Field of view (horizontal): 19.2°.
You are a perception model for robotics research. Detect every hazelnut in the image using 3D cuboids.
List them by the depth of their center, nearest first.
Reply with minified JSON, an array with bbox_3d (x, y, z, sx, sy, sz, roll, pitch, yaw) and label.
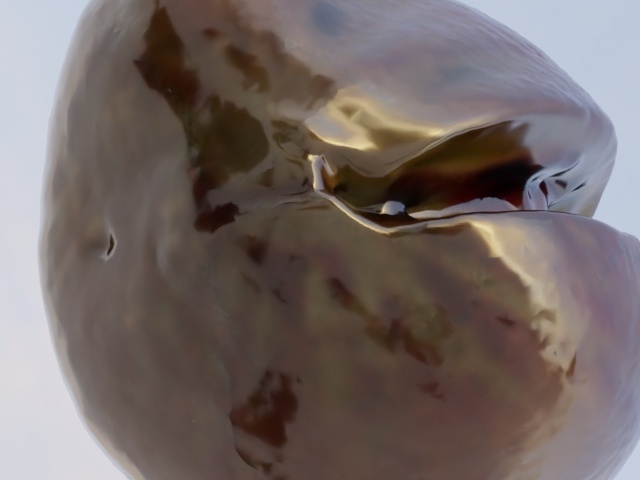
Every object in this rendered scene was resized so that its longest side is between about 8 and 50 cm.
[{"bbox_3d":[0.000,0.000,0.666,0.217,0.217,0.251,-49,-118,46],"label":"hazelnut"}]
